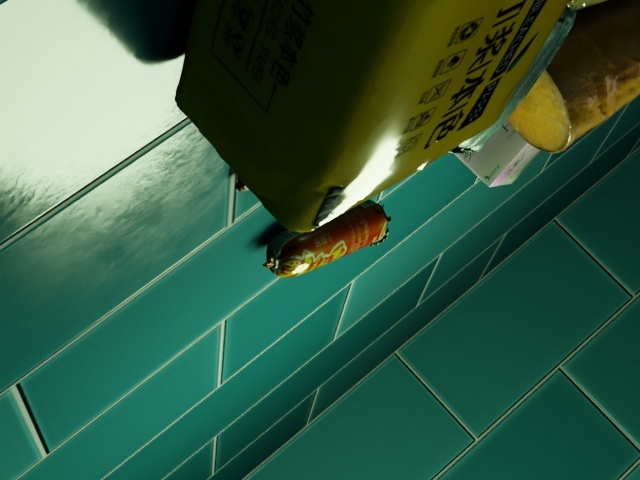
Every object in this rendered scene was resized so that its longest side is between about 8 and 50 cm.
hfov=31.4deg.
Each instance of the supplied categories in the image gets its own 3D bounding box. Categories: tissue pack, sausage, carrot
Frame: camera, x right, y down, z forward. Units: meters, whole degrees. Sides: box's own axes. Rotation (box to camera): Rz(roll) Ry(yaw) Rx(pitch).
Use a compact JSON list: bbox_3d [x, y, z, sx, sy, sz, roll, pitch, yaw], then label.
[{"bbox_3d":[0.068,-0.227,0.938,0.293,0.228,0.382,-31,160,-32],"label":"tissue pack"},{"bbox_3d":[0.361,-0.213,1.978,0.246,0.092,0.148,-49,165,20],"label":"tissue pack"},{"bbox_3d":[0.000,0.000,1.683,0.264,0.083,0.083,-23,155,-50],"label":"sausage"},{"bbox_3d":[0.395,-0.269,1.675,0.254,0.196,0.196,-31,162,-13],"label":"carrot"}]

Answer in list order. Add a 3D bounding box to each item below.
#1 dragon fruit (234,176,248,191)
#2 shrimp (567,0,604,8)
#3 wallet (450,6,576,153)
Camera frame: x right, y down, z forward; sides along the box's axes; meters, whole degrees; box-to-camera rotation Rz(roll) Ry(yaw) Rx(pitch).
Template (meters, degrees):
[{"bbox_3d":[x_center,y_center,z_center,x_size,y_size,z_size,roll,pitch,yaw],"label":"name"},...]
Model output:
[{"bbox_3d":[-0.035,-0.091,1.356,0.131,0.063,0.097,-32,161,-35],"label":"dragon fruit"},{"bbox_3d":[0.329,-0.337,1.556,0.262,0.066,0.117,-19,-161,-29],"label":"shrimp"},{"bbox_3d":[0.138,-0.216,1.340,0.342,0.075,0.237,2,128,-48],"label":"wallet"}]
